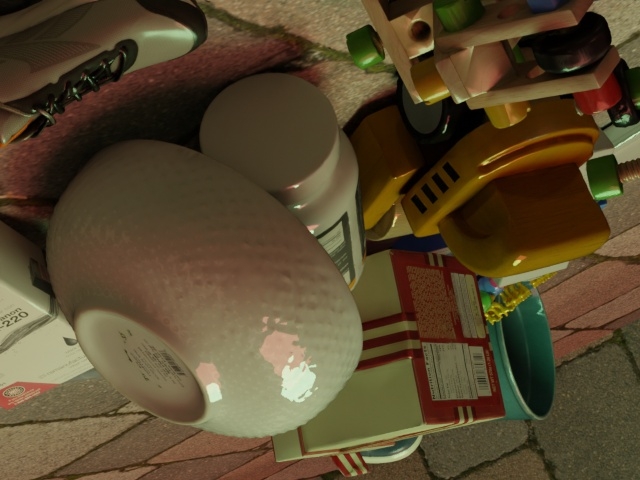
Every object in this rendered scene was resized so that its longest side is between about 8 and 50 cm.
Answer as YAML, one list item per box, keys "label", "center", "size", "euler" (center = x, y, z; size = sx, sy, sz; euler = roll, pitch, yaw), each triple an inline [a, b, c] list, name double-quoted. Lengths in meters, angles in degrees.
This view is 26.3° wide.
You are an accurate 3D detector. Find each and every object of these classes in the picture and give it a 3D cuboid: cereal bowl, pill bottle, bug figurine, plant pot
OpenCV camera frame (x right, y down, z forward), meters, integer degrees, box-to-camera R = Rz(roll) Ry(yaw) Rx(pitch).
- label: "cereal bowl"
  center: [-0.135, 0.073, 1.324]
  size: [0.141, 0.339, 0.339]
  euler: [-51, -179, -33]
- label: "pill bottle"
  center: [-0.038, -0.042, 1.394]
  size: [0.162, 0.162, 0.278]
  euler: [-20, 153, -5]
- label: "bug figurine"
  center: [0.212, 0.096, 1.953]
  size: [0.279, 0.072, 0.216]
  euler: [-34, 177, -41]
- label: "plant pot"
  center: [0.234, 0.187, 2.326]
  size: [0.255, 0.271, 0.272]
  euler: [-12, 168, 24]

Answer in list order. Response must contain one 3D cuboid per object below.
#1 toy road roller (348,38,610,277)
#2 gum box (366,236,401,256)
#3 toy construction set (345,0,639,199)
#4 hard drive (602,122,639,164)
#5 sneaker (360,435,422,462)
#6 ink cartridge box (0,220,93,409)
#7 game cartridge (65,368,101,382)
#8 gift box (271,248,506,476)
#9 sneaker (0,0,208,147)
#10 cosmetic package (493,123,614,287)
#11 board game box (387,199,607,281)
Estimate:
- label: "toy road roller"
  center: [0.170, -0.055, 1.490]
  size: [0.202, 0.240, 0.329]
  euler: [-12, 160, -29]
- label: "gum box"
  center: [0.000, 0.000, 1.758]
  size: [0.188, 0.062, 0.107]
  euler: [-8, 158, -38]
- label: "toy construction set"
  center: [0.107, -0.193, 1.095]
  size: [0.237, 0.257, 0.309]
  euler: [-15, 146, 21]
- label: "hard drive"
  center: [0.524, -0.184, 1.879]
  size: [0.307, 0.040, 0.203]
  euler: [-34, 159, 34]
- label: "sneaker"
  center: [-0.013, 0.192, 1.934]
  size: [0.131, 0.350, 0.148]
  euler: [-57, 165, -25]
- label: "ink cartridge box"
  center: [-0.340, 0.079, 1.440]
  size: [0.159, 0.092, 0.218]
  euler: [-27, 144, 15]
- label: "game cartridge"
  center: [-0.283, 0.148, 1.750]
  size: [0.196, 0.060, 0.294]
  euler: [-6, 178, 16]
- label: "gift box"
  center: [0.071, 0.163, 1.768]
  size: [0.258, 0.255, 0.276]
  euler: [-17, 162, 30]
- label: "sneaker"
  center: [-0.211, -0.126, 1.038]
  size: [0.272, 0.108, 0.100]
  euler: [-16, 161, -22]
- label: "cosmetic package"
  center: [0.286, -0.053, 1.784]
  size: [0.117, 0.085, 0.231]
  euler: [-13, 142, -25]
- label: "board game box"
  center: [0.211, 0.000, 1.991]
  size: [0.347, 0.078, 0.233]
  euler: [-15, 162, -22]
